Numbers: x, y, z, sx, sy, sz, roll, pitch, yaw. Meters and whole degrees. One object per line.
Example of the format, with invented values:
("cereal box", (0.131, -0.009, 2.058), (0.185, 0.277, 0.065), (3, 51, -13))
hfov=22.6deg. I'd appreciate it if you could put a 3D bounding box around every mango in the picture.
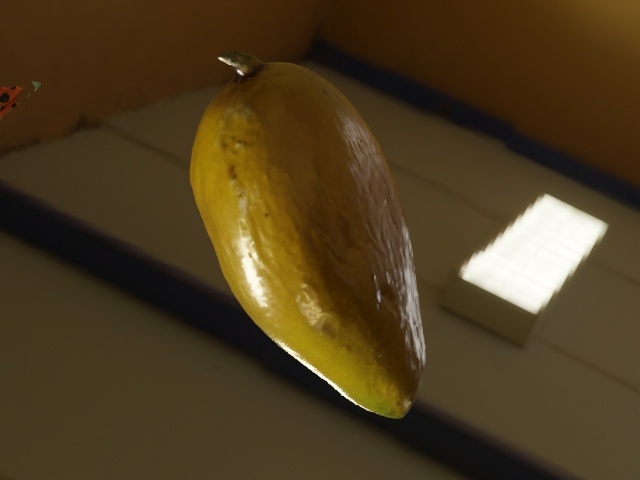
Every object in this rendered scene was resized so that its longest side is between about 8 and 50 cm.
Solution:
("mango", (0.000, 0.000, 1.158), (0.317, 0.119, 0.176), (60, -151, -30))

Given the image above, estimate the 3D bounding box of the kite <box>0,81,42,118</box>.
("kite", (-0.264, -0.038, 0.853), (0.222, 0.125, 0.008), (8, 165, 14))
